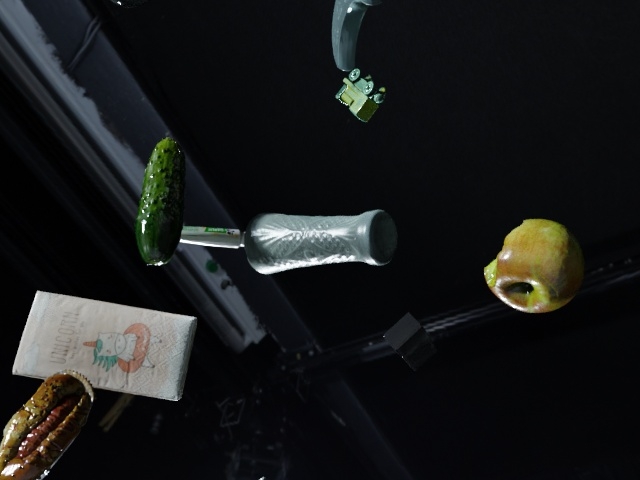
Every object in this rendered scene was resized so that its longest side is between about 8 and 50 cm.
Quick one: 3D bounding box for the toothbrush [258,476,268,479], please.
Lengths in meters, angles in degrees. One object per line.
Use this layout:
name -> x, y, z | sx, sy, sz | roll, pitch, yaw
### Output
toothbrush -> 0.019, 0.364, 0.609 | 0.025, 0.019, 0.275 | -40, -85, 9

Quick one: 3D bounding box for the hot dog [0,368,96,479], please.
hot dog -> -0.414, 0.281, 0.831 | 0.099, 0.192, 0.053 | 14, -45, 10

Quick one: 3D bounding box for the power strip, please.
power strip -> 0.067, -0.457, 1.102 | 0.044, 0.137, 0.216 | -2, -29, -16

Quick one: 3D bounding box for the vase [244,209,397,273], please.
vase -> 0.000, 0.000, 0.802 | 0.219, 0.096, 0.096 | -3, -51, 37

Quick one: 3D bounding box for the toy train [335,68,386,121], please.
toy train -> 0.084, -0.302, 1.144 | 0.050, 0.122, 0.081 | 20, -67, -41

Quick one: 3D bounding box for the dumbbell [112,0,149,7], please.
dumbbell -> -0.161, -0.282, 0.550 | 0.254, 0.081, 0.081 | 7, -49, 37

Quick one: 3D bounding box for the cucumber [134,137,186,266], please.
cucumber -> -0.231, -0.066, 0.813 | 0.069, 0.227, 0.069 | -2, -30, -1

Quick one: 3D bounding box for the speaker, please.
speaker -> 0.211, 0.239, 1.279 | 0.082, 0.044, 0.218 | -42, -33, -3

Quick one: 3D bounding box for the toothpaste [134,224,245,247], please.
toothpaste -> -0.327, -0.012, 1.470 | 0.314, 0.056, 0.058 | 5, -21, -22

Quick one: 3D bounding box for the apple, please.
apple -> 0.561, 0.060, 1.456 | 0.246, 0.226, 0.246 | 23, -38, 19

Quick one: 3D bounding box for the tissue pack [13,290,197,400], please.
tissue pack -> -0.423, 0.209, 1.108 | 0.326, 0.170, 0.071 | 10, -15, -1
